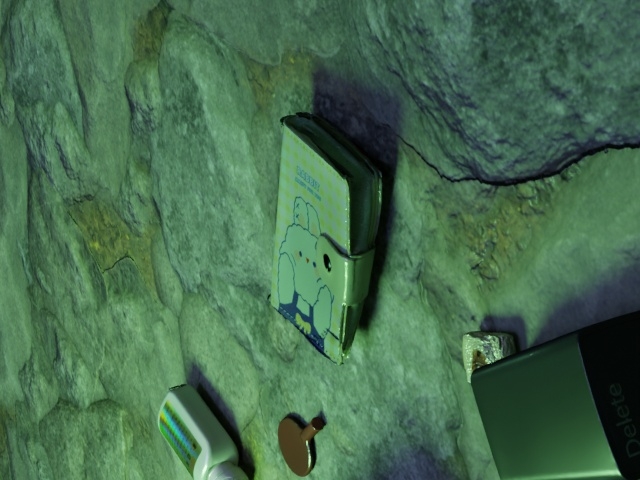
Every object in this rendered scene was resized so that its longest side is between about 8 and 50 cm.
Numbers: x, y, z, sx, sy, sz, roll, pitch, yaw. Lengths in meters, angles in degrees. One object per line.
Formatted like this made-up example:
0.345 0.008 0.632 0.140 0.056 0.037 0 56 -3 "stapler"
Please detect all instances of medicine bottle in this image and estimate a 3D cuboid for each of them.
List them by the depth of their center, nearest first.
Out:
-0.204 0.362 2.256 0.219 0.078 0.115 47 135 36 "medicine bottle"

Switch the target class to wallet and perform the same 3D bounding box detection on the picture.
0.000 0.000 1.821 0.223 0.077 0.310 41 136 46 "wallet"

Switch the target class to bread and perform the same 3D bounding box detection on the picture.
0.209 0.146 1.598 0.083 0.035 0.070 9 108 58 "bread"

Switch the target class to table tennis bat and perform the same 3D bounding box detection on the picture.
-0.032 0.316 2.038 0.098 0.019 0.155 64 148 19 "table tennis bat"

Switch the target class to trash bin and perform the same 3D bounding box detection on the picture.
0.280 0.187 1.439 0.225 0.115 0.165 -28 77 58 "trash bin"
